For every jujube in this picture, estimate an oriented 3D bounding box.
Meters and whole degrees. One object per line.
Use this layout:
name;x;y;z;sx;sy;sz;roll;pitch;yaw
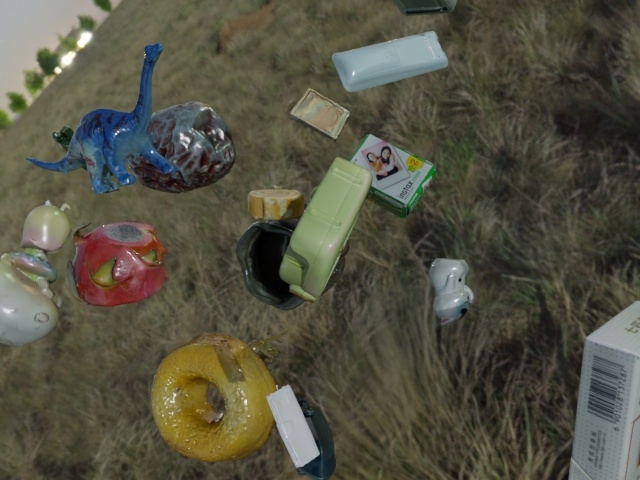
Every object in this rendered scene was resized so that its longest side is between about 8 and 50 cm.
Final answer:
jujube;-0.363;-0.233;1.502;0.316;0.226;0.226;-10;46;42

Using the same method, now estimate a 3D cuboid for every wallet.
wallet;-0.030;0.201;0.634;0.011;0.044;0.083;-32;77;28

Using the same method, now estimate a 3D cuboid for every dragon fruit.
dragon fruit;-0.574;0.053;1.667;0.291;0.290;0.189;-117;27;-61

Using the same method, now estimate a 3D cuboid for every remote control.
remote control;0.174;-0.440;1.409;0.293;0.103;0.051;-19;-9;-19

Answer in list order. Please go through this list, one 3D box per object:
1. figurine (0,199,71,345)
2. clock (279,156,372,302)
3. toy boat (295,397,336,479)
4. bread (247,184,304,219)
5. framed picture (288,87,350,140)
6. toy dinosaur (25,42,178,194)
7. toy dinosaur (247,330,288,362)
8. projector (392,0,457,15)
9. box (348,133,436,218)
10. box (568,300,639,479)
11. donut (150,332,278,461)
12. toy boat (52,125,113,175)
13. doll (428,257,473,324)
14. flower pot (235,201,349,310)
figurine;-0.760;0.061;1.496;0.226;0.274;0.395;5;64;19
clock;0.000;0.000;1.385;0.348;0.117;0.286;112;-176;-54
toy boat;-0.025;0.544;1.542;0.296;0.114;0.122;-128;43;-72
bread;-0.117;-0.099;1.520;0.149;0.073;0.122;-2;19;-6
framed picture;0.003;-0.466;2.138;0.018;0.192;0.265;-58;6;36
toy dinosaur;-0.292;-0.124;0.803;0.329;0.144;0.076;-26;6;34
toy dinosaur;-0.183;0.310;1.763;0.162;0.126;0.039;-63;-5;-47
projector;0.230;-0.648;1.284;0.163;0.177;0.243;14;84;34
box;0.206;-0.197;1.773;0.250;0.103;0.180;29;74;18
box;0.535;0.296;1.018;0.210;0.331;0.095;-17;22;-38
donut;-0.228;0.324;1.190;0.277;0.108;0.278;-2;84;23
toy boat;-0.663;-0.238;1.640;0.104;0.210;0.052;7;63;26
doll;0.348;0.131;1.553;0.106;0.110;0.181;-10;83;27
flower pot;-0.076;0.043;1.688;0.301;0.302;0.213;-24;0;39
